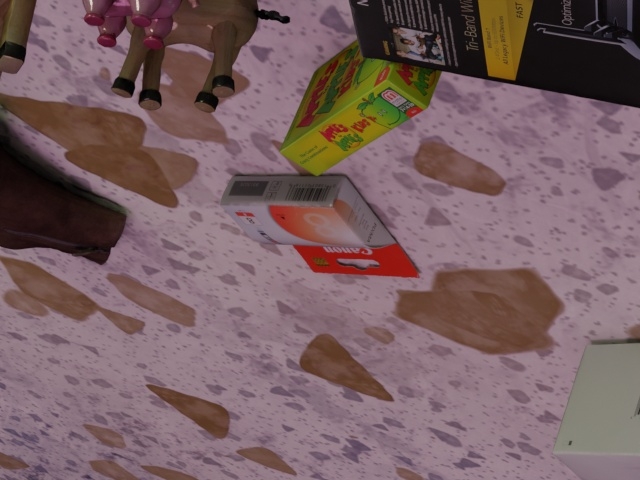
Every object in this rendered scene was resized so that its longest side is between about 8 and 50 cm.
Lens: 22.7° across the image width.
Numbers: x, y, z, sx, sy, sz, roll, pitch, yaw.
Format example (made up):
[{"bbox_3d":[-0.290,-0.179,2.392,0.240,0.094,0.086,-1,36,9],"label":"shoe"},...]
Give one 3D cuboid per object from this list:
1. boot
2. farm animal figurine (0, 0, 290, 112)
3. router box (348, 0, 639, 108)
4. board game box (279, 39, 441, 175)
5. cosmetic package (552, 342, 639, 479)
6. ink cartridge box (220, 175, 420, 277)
[{"bbox_3d":[-0.313,-0.057,1.765,0.207,0.090,0.248,15,153,-11],"label":"boot"},{"bbox_3d":[-0.238,-0.219,1.292,0.330,0.172,0.326,27,151,-36],"label":"farm animal figurine"},{"bbox_3d":[0.131,-0.226,1.090,0.243,0.081,0.309,13,152,18],"label":"router box"},{"bbox_3d":[0.039,-0.127,1.329,0.043,0.092,0.181,32,152,-18],"label":"board game box"},{"bbox_3d":[0.400,0.214,1.627,0.224,0.138,0.224,-6,141,43],"label":"cosmetic package"},{"bbox_3d":[0.000,0.000,1.645,0.145,0.045,0.179,2,144,36],"label":"ink cartridge box"}]
